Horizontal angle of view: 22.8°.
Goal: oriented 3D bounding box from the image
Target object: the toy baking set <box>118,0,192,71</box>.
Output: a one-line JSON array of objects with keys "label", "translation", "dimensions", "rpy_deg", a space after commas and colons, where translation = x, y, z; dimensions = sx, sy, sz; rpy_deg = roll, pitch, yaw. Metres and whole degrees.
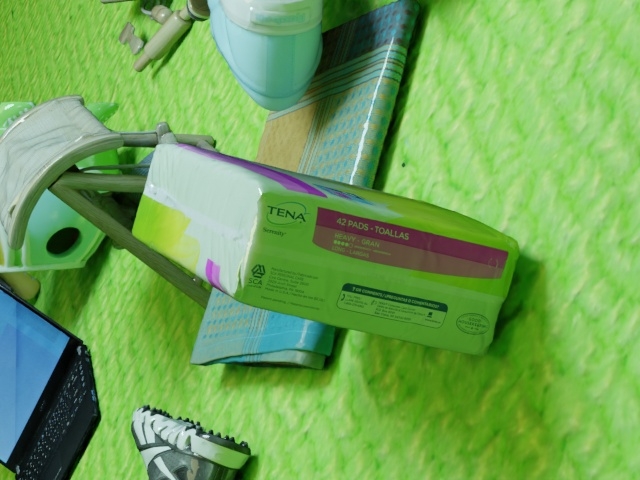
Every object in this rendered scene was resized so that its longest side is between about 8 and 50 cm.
[{"label": "toy baking set", "translation": [-0.217, -0.332, 2.260], "dimensions": [0.256, 0.030, 0.196], "rpy_deg": [-44, 28, 34]}]

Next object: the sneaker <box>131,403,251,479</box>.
[{"label": "sneaker", "translation": [-0.150, 0.231, 1.602], "dimensions": [0.234, 0.078, 0.106], "rpy_deg": [6, 75, 64]}]

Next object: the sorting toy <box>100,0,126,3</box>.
[{"label": "sorting toy", "translation": [-0.218, -0.443, 2.323], "dimensions": [0.229, 0.041, 0.307], "rpy_deg": [-62, 23, -5]}]

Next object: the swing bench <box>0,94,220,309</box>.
[{"label": "swing bench", "translation": [-0.232, -0.060, 1.787], "dimensions": [0.165, 0.255, 0.253], "rpy_deg": [-67, 24, 7]}]

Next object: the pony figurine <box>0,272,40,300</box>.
[{"label": "pony figurine", "translation": [-0.560, 0.002, 2.312], "dimensions": [0.303, 0.363, 0.351], "rpy_deg": [-35, 31, 8]}]

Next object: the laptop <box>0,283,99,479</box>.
[{"label": "laptop", "translation": [-0.410, 0.230, 2.096], "dimensions": [0.234, 0.137, 0.264], "rpy_deg": [-61, 25, 21]}]

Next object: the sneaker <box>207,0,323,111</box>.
[{"label": "sneaker", "translation": [-0.069, -0.249, 1.667], "dimensions": [0.366, 0.135, 0.150], "rpy_deg": [-95, 9, -61]}]

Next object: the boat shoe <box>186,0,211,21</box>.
[{"label": "boat shoe", "translation": [-0.149, -0.336, 2.090], "dimensions": [0.049, 0.056, 0.152], "rpy_deg": [-52, 19, 46]}]

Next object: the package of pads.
[{"label": "package of pads", "translation": [0.000, 0.000, 1.271], "dimensions": [0.296, 0.229, 0.101], "rpy_deg": [26, 102, 66]}]

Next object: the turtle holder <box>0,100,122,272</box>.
[{"label": "turtle holder", "translation": [-0.415, -0.069, 2.148], "dimensions": [0.243, 0.320, 0.227], "rpy_deg": [-2, 92, 27]}]

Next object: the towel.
[{"label": "towel", "translation": [-0.014, -0.047, 1.581], "dimensions": [0.271, 0.040, 0.370], "rpy_deg": [-8, 63, 63]}]
